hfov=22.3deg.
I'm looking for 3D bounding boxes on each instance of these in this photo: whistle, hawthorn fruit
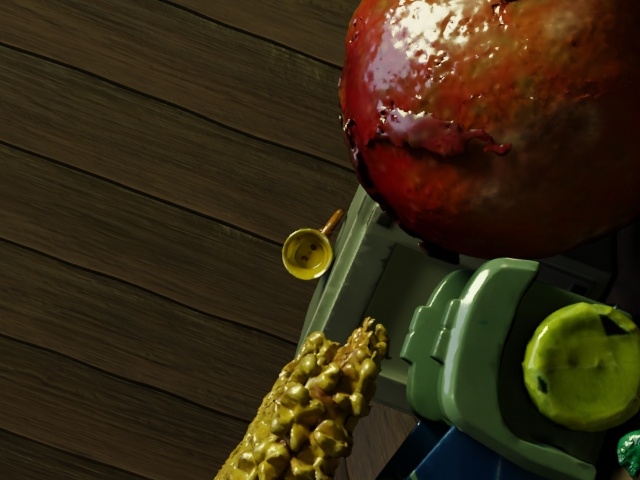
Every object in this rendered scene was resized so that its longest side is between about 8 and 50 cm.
[{"bbox_3d":[-0.005,-0.001,1.496,0.109,0.046,0.057,-55,-29,-79],"label":"whistle"},{"bbox_3d":[0.167,-0.125,1.287,0.316,0.316,0.316,-160,90,-86],"label":"hawthorn fruit"}]

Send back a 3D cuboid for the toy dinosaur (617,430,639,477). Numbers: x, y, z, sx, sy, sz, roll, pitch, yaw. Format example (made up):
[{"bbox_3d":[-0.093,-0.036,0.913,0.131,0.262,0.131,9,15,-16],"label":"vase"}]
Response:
[{"bbox_3d":[0.225,0.121,0.954,0.096,0.059,0.132,128,155,-51],"label":"toy dinosaur"}]

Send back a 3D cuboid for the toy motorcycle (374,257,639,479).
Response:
[{"bbox_3d":[0.106,0.175,1.238,0.191,0.200,0.326,142,150,-82],"label":"toy motorcycle"}]

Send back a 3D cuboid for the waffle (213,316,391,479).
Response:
[{"bbox_3d":[-0.018,0.144,1.241,0.197,0.070,0.193,-59,3,-24],"label":"waffle"}]

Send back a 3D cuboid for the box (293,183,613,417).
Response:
[{"bbox_3d":[0.119,0.050,1.475,0.117,0.225,0.225,-74,5,-56],"label":"box"}]

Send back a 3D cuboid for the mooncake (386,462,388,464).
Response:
[{"bbox_3d":[0.106,0.241,1.420,0.130,0.125,0.073,-91,26,-71],"label":"mooncake"}]
